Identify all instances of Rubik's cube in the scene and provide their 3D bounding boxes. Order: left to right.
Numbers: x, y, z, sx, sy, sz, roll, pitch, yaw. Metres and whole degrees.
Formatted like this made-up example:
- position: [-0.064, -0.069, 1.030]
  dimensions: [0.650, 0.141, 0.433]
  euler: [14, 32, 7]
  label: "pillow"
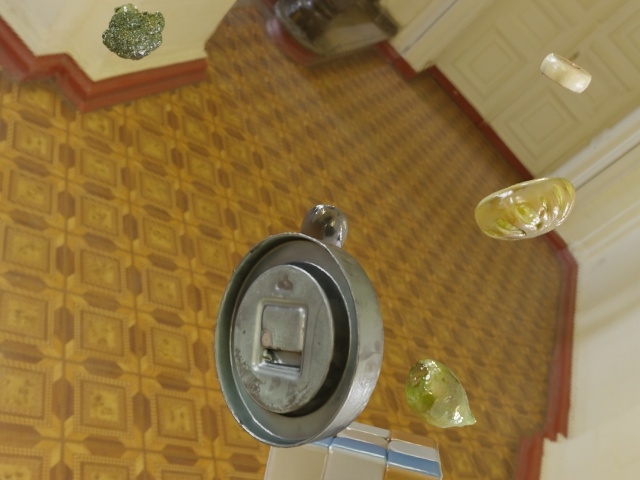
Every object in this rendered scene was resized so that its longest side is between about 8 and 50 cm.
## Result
- position: [0.056, 0.580, 1.452]
  dimensions: [0.344, 0.346, 0.347]
  euler: [13, -4, 8]
  label: "Rubik's cube"

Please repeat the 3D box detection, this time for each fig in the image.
- position: [0.320, 0.439, 1.882]
  dimensions: [0.233, 0.167, 0.167]
  euler: [67, 24, -20]
  label: "fig"

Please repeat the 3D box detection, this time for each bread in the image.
- position: [0.408, -0.057, 1.352]
  dimensions: [0.213, 0.213, 0.104]
  euler: [-1, 71, -53]
  label: "bread"

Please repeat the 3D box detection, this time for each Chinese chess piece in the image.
- position: [0.590, -0.403, 1.652]
  dimensions: [0.122, 0.051, 0.122]
  euler: [21, 28, -12]
  label: "Chinese chess piece"

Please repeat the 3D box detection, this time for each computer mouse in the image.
- position: [0.000, 0.000, 1.964]
  dimensions: [0.138, 0.269, 0.086]
  euler: [21, 58, 1]
  label: "computer mouse"

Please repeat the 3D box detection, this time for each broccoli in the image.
- position: [-0.450, -0.504, 1.669]
  dimensions: [0.162, 0.146, 0.138]
  euler: [1, 64, -51]
  label: "broccoli"

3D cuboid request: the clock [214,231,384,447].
- position: [-0.041, 0.147, 1.041]
  dimensions: [0.066, 0.319, 0.319]
  euler: [10, 47, -45]
  label: "clock"
